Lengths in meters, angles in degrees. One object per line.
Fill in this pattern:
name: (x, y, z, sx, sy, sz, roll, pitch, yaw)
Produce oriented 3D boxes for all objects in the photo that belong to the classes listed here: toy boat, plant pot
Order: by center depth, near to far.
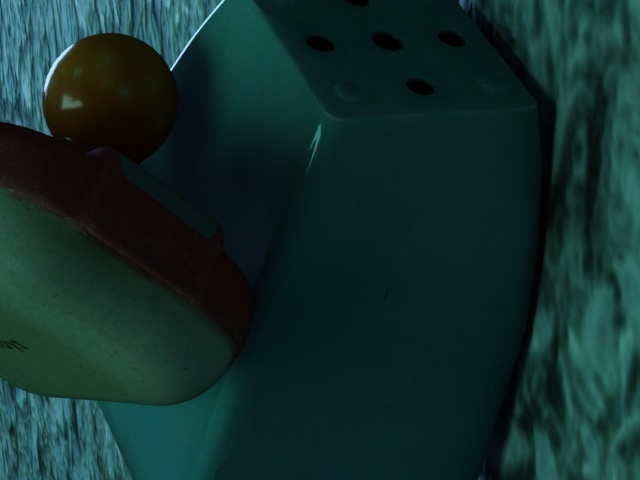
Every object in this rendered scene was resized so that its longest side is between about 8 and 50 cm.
toy boat: (-0.112, -0.022, 0.773, 0.231, 0.151, 0.151, -3, 56, 56)
plant pot: (0.000, 0.000, 0.837, 0.166, 0.165, 0.234, 58, 142, 41)
